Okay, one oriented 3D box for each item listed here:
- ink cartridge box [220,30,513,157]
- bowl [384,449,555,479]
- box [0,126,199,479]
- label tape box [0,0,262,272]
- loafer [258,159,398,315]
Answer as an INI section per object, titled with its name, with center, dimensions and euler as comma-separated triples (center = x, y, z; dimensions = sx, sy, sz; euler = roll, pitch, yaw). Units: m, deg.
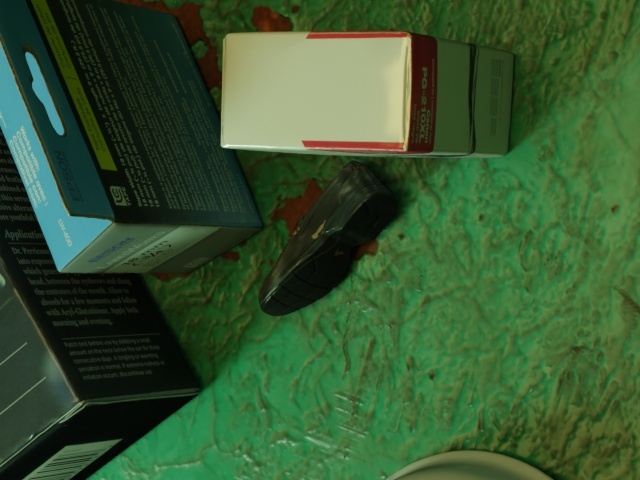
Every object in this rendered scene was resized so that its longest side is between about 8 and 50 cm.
[ink cartridge box]
center = 0.046, -0.122, 1.492
dimensions = 0.172, 0.237, 0.100
euler = 3, 93, 26
[bowl]
center = 0.098, 0.325, 1.489
dimensions = 0.298, 0.134, 0.298
euler = -7, 77, 30
[box]
center = -0.361, 0.068, 1.704
dimensions = 0.293, 0.212, 0.395
euler = -39, 72, 21
[label tape box]
center = -0.210, -0.099, 1.563
dimensions = 0.106, 0.333, 0.241
euler = -29, 76, 23
[loafer]
center = 0.000, 0.000, 1.618
dimensions = 0.170, 0.062, 0.061
euler = -45, 49, 15
